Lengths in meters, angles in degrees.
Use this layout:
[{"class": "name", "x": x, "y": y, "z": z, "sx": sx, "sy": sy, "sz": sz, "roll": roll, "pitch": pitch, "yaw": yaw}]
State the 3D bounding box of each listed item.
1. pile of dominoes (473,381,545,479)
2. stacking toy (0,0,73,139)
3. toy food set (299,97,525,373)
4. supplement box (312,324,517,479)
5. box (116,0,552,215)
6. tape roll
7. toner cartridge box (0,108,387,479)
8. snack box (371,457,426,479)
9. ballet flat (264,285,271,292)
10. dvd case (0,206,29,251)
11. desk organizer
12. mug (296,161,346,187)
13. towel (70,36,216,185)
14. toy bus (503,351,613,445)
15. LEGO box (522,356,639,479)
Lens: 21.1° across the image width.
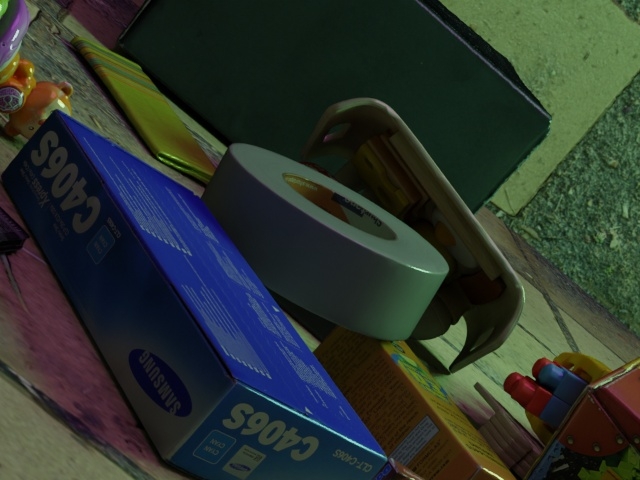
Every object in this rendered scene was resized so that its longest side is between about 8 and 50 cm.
[{"class": "pile of dominoes", "x": 0.252, "y": 0.269, "z": 1.796, "sx": 0.251, "sy": 0.040, "sz": 0.196, "roll": 45, "pitch": 4, "yaw": -26}, {"class": "stacking toy", "x": -0.298, "y": -0.181, "z": 1.365, "sx": 0.302, "sy": 0.175, "sz": 0.166, "roll": 51, "pitch": 3, "yaw": -35}, {"class": "toy food set", "x": 0.089, "y": -0.001, "z": 1.866, "sx": 0.306, "sy": 0.092, "sz": 0.220, "roll": 54, "pitch": -14, "yaw": 5}, {"class": "supplement box", "x": 0.074, "y": 0.157, "z": 1.434, "sx": 0.078, "sy": 0.080, "sz": 0.233, "roll": 34, "pitch": 9, "yaw": -41}, {"class": "box", "x": 0.017, "y": -0.247, "z": 2.293, "sx": 0.480, "sy": 0.297, "sz": 0.472, "roll": 40, "pitch": 9, "yaw": -10}, {"class": "tape roll", "x": 0.000, "y": 0.000, "z": 1.491, "sx": 0.219, "sy": 0.072, "sz": 0.219, "roll": 29, "pitch": 11, "yaw": -6}, {"class": "toner cartridge box", "x": -0.100, "y": 0.050, "z": 1.248, "sx": 0.165, "sy": 0.075, "sz": 0.348, "roll": 31, "pitch": 14, "yaw": -42}, {"class": "snack box", "x": 0.094, "y": 0.225, "z": 1.258, "sx": 0.178, "sy": 0.064, "sz": 0.022, "roll": 36, "pitch": 12, "yaw": -28}, {"class": "ballet flat", "x": -0.075, "y": 0.020, "z": 1.501, "sx": 0.052, "sy": 0.057, "sz": 0.168, "roll": 58, "pitch": 13, "yaw": 10}, {"class": "dvd case", "x": -0.290, "y": -0.047, "z": 1.118, "sx": 0.164, "sy": 0.018, "sz": 0.221, "roll": 44, "pitch": 10, "yaw": 7}, {"class": "desk organizer", "x": -0.003, "y": 0.058, "z": 1.654, "sx": 0.130, "sy": 0.047, "sz": 0.050, "roll": 41, "pitch": 8, "yaw": -3}, {"class": "mug", "x": 0.001, "y": 0.006, "z": 1.804, "sx": 0.113, "sy": 0.150, "sz": 0.169, "roll": -4, "pitch": 26, "yaw": -21}, {"class": "towel", "x": -0.192, "y": -0.140, "z": 1.870, "sx": 0.102, "sy": 0.021, "sz": 0.237, "roll": 23, "pitch": 21, "yaw": -45}, {"class": "toy bus", "x": 0.295, "y": 0.191, "z": 1.890, "sx": 0.211, "sy": 0.149, "sz": 0.220, "roll": 30, "pitch": 4, "yaw": -8}, {"class": "LEGO box", "x": 0.472, "y": 0.243, "z": 1.606, "sx": 0.372, "sy": 0.193, "sz": 0.500, "roll": 44, "pitch": 39, "yaw": 23}]
